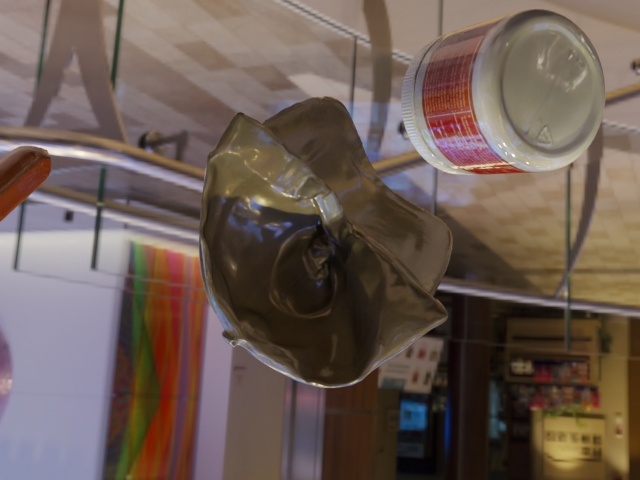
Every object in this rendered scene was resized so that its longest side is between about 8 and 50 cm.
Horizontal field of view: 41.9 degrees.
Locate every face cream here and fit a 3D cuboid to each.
[{"bbox_3d":[0.236,-0.187,1.091,0.201,0.201,0.187,9,178,-27],"label":"face cream"}]

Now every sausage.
[{"bbox_3d":[-0.290,-0.045,0.754,0.039,0.131,0.041,7,128,22],"label":"sausage"}]

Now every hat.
[{"bbox_3d":[0.000,0.000,0.547,0.144,0.166,0.173,-42,178,6],"label":"hat"}]
